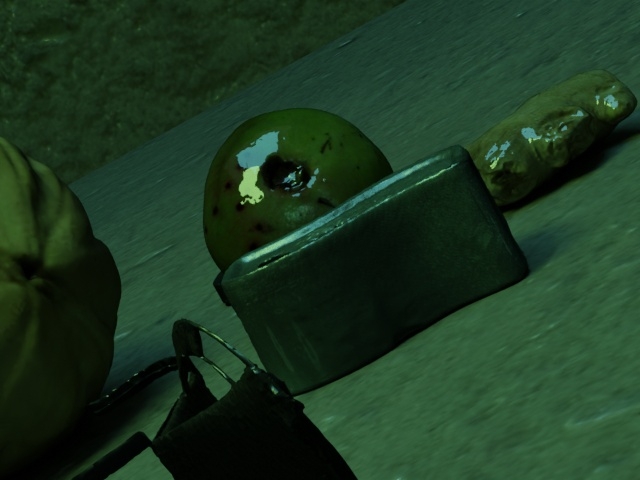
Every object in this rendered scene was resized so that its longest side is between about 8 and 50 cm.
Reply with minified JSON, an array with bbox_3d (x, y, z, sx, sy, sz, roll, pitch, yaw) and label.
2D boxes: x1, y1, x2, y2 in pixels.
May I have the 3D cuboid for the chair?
[{"bbox_3d":[-0.061,0.135,1.175,0.213,0.174,0.149,-34,12,29],"label":"chair"}]

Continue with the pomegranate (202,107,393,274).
[{"bbox_3d":[-0.013,-0.030,1.738,0.179,0.179,0.210,-26,0,12],"label":"pomegranate"}]

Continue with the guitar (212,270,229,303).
[{"bbox_3d":[0.000,0.000,1.903,0.233,0.025,0.088,-25,11,16],"label":"guitar"}]

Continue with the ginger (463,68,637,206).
[{"bbox_3d":[0.181,-0.081,1.726,0.213,0.074,0.137,-29,2,-21],"label":"ginger"}]

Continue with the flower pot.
[{"bbox_3d":[0.041,0.023,1.533,0.229,0.108,0.103,-28,11,0],"label":"flower pot"}]

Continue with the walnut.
[{"bbox_3d":[-0.365,0.075,1.722,0.381,0.381,0.381,-27,12,6],"label":"walnut"}]
